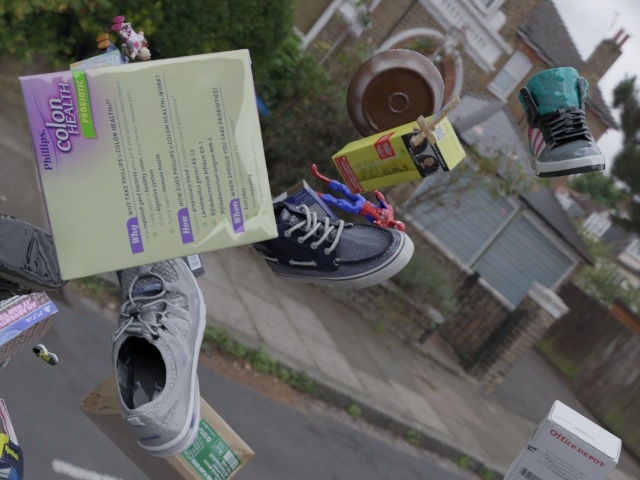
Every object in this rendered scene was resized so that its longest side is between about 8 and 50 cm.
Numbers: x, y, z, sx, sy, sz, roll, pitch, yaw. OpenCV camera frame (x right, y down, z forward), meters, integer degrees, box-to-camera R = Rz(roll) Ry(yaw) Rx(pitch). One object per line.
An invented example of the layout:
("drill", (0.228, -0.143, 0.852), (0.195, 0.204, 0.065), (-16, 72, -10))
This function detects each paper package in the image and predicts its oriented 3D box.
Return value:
("paper package", (-0.370, 0.457, 1.825), (0.325, 0.168, 0.309), (52, -32, -16))

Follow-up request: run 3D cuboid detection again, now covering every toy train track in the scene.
("toy train track", (0.141, -0.151, 0.953), (0.014, 0.083, 0.048), (38, -9, 49))

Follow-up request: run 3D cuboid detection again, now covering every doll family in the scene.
("doll family", (-0.526, -0.446, 1.992), (0.163, 0.118, 0.263), (55, 28, -51))

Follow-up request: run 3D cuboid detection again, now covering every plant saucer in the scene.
("plant saucer", (0.151, -0.274, 1.502), (0.198, 0.199, 0.036), (36, 17, -18))

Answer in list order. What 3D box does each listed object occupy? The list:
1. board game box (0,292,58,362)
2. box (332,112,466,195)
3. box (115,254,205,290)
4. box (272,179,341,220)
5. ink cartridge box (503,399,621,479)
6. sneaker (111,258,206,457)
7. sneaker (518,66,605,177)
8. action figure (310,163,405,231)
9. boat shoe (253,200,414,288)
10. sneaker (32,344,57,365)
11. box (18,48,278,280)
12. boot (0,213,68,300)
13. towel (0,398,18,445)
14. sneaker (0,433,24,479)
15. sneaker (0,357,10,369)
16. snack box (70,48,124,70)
("board game box", (-0.749, 0.122, 1.610), (0.291, 0.141, 0.232), (51, 49, 4))
("box", (0.128, -0.144, 1.295), (0.232, 0.058, 0.087), (-9, -65, 49))
("box", (-0.401, -0.007, 1.796), (0.163, 0.142, 0.248), (-24, 98, -66))
("box", (-0.032, -0.034, 1.813), (0.225, 0.136, 0.037), (46, 20, -38))
("ink cartridge box", (0.516, 0.478, 1.636), (0.160, 0.220, 0.092), (32, 30, 15))
("sneaker", (-0.200, 0.112, 0.930), (0.115, 0.105, 0.281), (67, 7, -57))
("sneaker", (0.424, -0.211, 1.335), (0.295, 0.123, 0.179), (-72, 154, -78))
("action figure", (0.086, -0.099, 1.868), (0.280, 0.092, 0.139), (29, -12, 5))
("boat shoe", (0.000, 0.000, 1.443), (0.340, 0.127, 0.158), (-8, -43, 40))
("sneaker", (-0.760, 0.319, 2.095), (0.083, 0.031, 0.035), (32, 9, 16))
("box", (-0.192, -0.088, 0.862), (0.117, 0.242, 0.214), (-165, -116, -69))
("boot", (-0.651, 0.018, 1.286), (0.377, 0.284, 0.138), (30, 48, -41))
("towel", (-0.761, 0.473, 1.849), (0.144, 0.029, 0.197), (65, -28, 16))
("sneaker", (-0.515, 0.353, 1.219), (0.144, 0.059, 0.053), (86, -11, -51))
("sneaker", (-0.863, 0.258, 1.888), (0.115, 0.090, 0.232), (35, -15, 27))
("snack box", (-0.429, -0.316, 1.464), (0.141, 0.100, 0.037), (-114, -172, -55))
